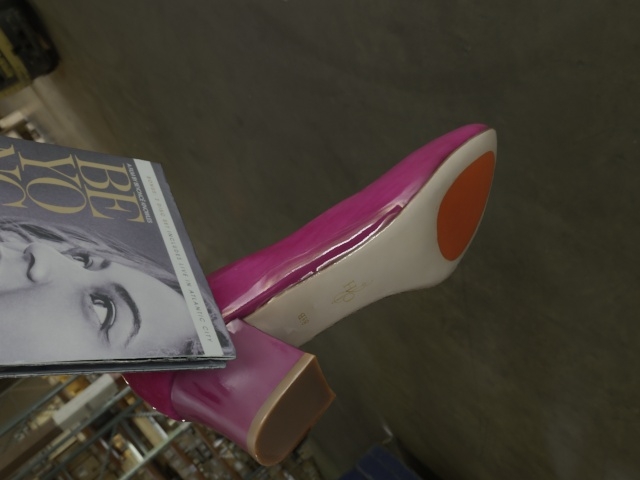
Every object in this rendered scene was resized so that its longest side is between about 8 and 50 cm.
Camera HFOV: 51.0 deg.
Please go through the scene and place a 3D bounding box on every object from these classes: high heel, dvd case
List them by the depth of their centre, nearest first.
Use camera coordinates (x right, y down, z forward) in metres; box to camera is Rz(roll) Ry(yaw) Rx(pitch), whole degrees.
[{"bbox_3d":[-0.164,0.000,0.350,0.018,0.221,0.164,-53,49,30],"label":"dvd case"},{"bbox_3d":[0.000,0.000,0.570,0.181,0.377,0.127,21,140,35],"label":"high heel"}]
